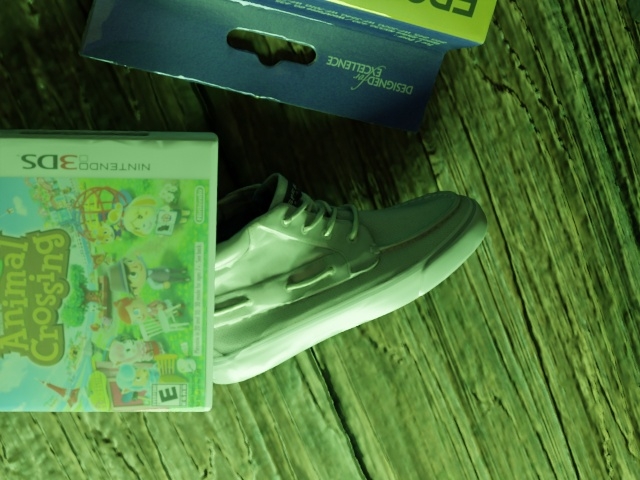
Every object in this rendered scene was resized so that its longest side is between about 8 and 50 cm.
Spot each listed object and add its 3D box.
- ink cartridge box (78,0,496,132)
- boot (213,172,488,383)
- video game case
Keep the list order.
[{"bbox_3d":[0.006,-0.247,1.363,0.303,0.072,0.307,10,99,-29],"label":"ink cartridge box"},{"bbox_3d":[0.000,0.000,1.420,0.258,0.095,0.123,-29,116,-11],"label":"boot"},{"bbox_3d":[-0.173,0.024,1.350,0.193,0.023,0.212,1,107,-5],"label":"video game case"}]
